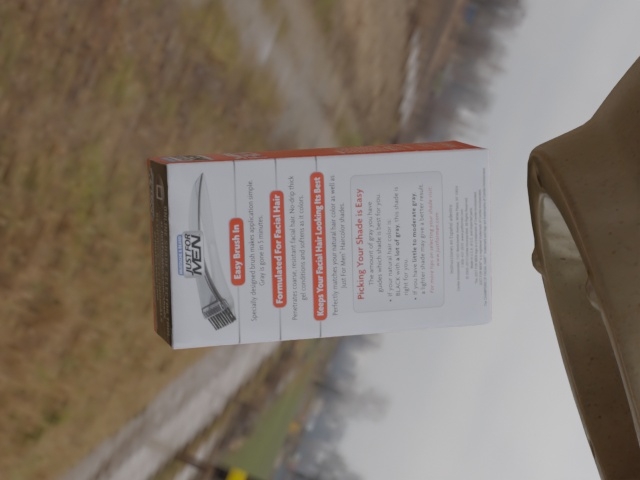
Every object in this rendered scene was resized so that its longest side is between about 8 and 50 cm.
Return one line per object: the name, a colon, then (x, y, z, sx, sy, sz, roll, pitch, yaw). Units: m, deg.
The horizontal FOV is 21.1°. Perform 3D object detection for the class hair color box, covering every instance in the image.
hair color box: (0.000, 0.000, 0.870, 0.053, 0.167, 0.093, -158, -114, -72)

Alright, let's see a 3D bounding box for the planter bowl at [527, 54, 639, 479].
planter bowl: (0.105, 0.013, 0.346, 0.162, 0.109, 0.162, 165, -90, -90)
